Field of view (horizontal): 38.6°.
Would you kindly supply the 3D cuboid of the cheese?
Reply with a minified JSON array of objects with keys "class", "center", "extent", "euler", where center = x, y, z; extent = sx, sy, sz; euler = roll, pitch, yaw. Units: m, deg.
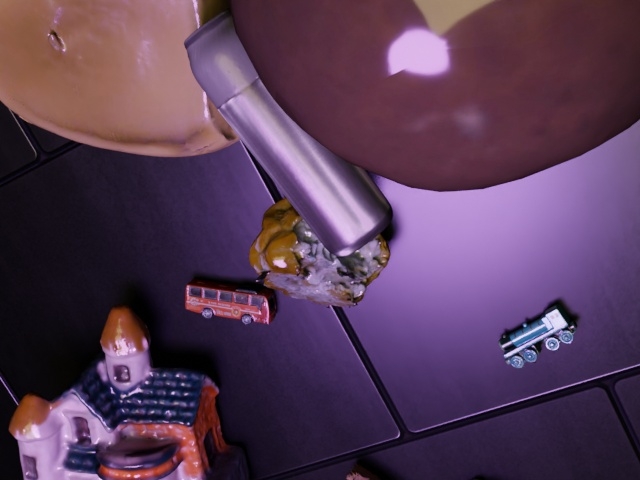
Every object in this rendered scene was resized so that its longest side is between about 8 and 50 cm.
[{"class":"cheese","center":[-0.237,-0.212,0.959],"extent":[0.315,0.128,0.260],"euler":[7,116,16]}]

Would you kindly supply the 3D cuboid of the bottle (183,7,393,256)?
[{"class":"bottle","center":[-0.034,-0.100,0.873],"extent":[0.254,0.079,0.096],"euler":[52,146,-10]}]

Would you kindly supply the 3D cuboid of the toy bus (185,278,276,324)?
[{"class":"toy bus","center":[-0.108,0.073,1.096],"extent":[0.110,0.031,0.043],"euler":[7,108,14]}]

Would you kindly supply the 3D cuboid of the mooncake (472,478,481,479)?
[{"class":"mooncake","center":[0.174,0.366,1.081],"extent":[0.073,0.130,0.125],"euler":[16,115,-5]}]

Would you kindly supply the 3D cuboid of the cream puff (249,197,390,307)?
[{"class":"cream puff","center":[0.001,-0.001,0.991],"extent":[0.121,0.156,0.156],"euler":[21,128,56]}]

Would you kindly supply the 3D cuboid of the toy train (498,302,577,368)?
[{"class":"toy train","center":[0.239,0.108,1.010],"extent":[0.092,0.029,0.045],"euler":[-33,92,27]}]

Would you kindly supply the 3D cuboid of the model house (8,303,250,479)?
[{"class":"model house","center":[-0.246,0.231,1.117],"extent":[0.271,0.190,0.301],"euler":[3,112,17]}]

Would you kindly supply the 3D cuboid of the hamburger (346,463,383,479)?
[{"class":"hamburger","center":[0.069,0.369,1.139],"extent":[0.102,0.087,0.176],"euler":[13,113,13]}]

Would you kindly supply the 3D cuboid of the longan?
[{"class":"longan","center":[0.120,-0.232,0.736],"extent":[0.404,0.336,0.405],"euler":[-5,75,18]}]
